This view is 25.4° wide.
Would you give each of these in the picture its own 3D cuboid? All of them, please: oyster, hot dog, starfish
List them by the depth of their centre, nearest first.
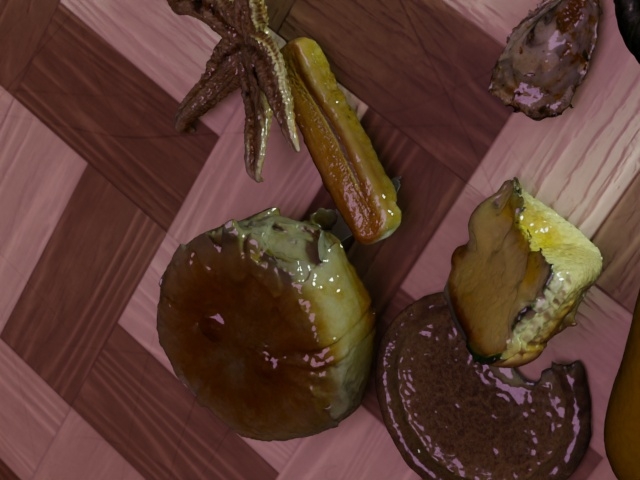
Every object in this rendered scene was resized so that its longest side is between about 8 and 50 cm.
[{"bbox_3d":[0.268,-0.227,1.661,0.105,0.056,0.177,22,109,19],"label":"oyster"},{"bbox_3d":[0.024,-0.129,1.811,0.088,0.061,0.286,-28,80,37],"label":"hot dog"},{"bbox_3d":[-0.113,-0.251,1.829,0.375,0.094,0.327,44,140,44],"label":"starfish"}]

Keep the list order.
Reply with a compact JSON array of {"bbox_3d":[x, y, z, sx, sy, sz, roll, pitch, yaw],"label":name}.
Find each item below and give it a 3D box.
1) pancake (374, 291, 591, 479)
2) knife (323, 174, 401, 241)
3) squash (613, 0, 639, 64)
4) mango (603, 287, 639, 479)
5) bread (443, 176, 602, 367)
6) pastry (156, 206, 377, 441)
[{"bbox_3d":[0.199,0.198,1.778,0.286,0.033,0.288,-22,86,32],"label":"pancake"},{"bbox_3d":[-0.002,0.000,1.875,0.298,0.017,0.047,-36,68,30],"label":"knife"},{"bbox_3d":[0.402,-0.261,1.517,0.193,0.156,0.193,5,100,30],"label":"squash"},{"bbox_3d":[0.455,0.122,1.510,0.301,0.220,0.445,45,120,15],"label":"mango"},{"bbox_3d":[0.250,0.054,1.673,0.133,0.252,0.174,20,112,-19],"label":"bread"},{"bbox_3d":[-0.074,0.109,1.848,0.329,0.136,0.330,15,119,28],"label":"pastry"}]
